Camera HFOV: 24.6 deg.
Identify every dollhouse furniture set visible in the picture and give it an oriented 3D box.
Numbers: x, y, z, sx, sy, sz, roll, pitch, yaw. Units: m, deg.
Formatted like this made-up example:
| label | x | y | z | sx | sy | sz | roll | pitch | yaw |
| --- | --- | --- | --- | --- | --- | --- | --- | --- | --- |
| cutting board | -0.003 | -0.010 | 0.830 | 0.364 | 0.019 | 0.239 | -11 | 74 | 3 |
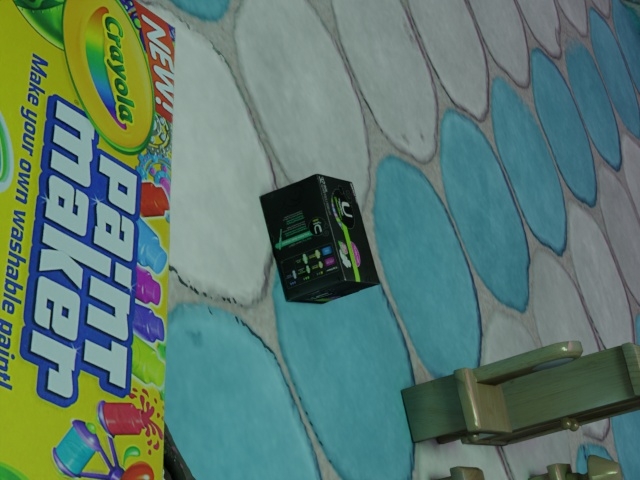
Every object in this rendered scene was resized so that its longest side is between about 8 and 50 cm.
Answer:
| label | x | y | z | sx | sy | sz | roll | pitch | yaw |
| --- | --- | --- | --- | --- | --- | --- | --- | --- | --- |
| dollhouse furniture set | 0.240 | 0.280 | 1.237 | 0.303 | 0.174 | 0.355 | 19 | 55 | -60 |

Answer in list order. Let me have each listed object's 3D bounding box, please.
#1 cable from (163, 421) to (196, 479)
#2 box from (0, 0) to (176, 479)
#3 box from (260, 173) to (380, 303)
| label | x | y | z | sx | sy | sz | roll | pitch | yaw |
| --- | --- | --- | --- | --- | --- | --- | --- | --- | --- |
| cable | -0.085 | 0.107 | 0.799 | 0.139 | 0.072 | 0.287 | 23 | 51 | -64 |
| box | -0.203 | 0.015 | 0.423 | 0.279 | 0.177 | 0.290 | 31 | 42 | -38 |
| box | 0.000 | 0.000 | 1.087 | 0.062 | 0.052 | 0.083 | 8 | 64 | -63 |
